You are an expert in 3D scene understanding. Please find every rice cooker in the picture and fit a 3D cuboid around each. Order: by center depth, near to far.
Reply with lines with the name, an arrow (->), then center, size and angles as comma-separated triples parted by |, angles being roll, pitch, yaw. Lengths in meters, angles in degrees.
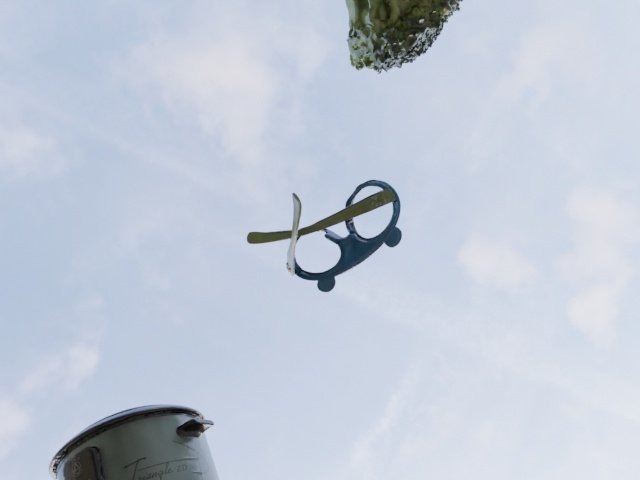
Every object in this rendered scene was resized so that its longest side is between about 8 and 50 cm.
rice cooker -> -0.274, 0.371, 0.875 | 0.280, 0.227, 0.241 | -37, -34, 13

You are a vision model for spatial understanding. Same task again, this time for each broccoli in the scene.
broccoli -> 0.041, -0.418, 0.885 | 0.396, 0.275, 0.353 | -21, -106, -16

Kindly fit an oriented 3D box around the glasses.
glasses -> -0.006, -0.029, 0.901 | 0.206, 0.239, 0.102 | 30, -143, -39
